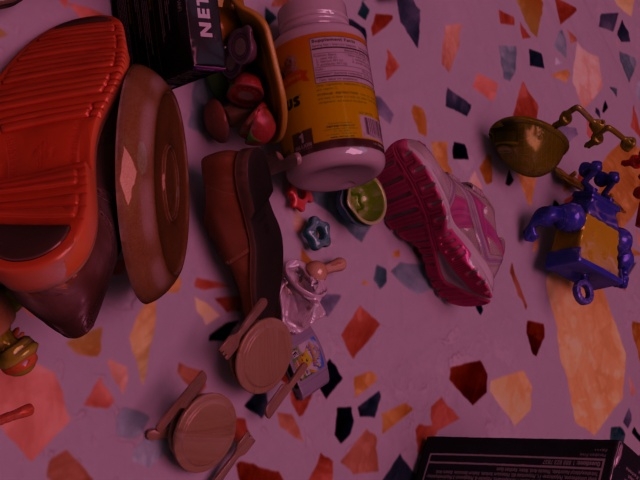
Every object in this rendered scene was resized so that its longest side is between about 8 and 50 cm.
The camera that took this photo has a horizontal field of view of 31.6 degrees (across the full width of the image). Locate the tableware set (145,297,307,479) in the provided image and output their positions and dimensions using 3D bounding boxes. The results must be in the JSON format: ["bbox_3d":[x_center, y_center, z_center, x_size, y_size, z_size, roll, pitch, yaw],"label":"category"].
[{"bbox_3d":[-0.101,0.163,1.226,0.194,0.039,0.128,-51,133,-26],"label":"tableware set"}]

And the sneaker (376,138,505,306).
[{"bbox_3d":[0.161,-0.037,1.476,0.252,0.103,0.111,58,46,-27],"label":"sneaker"}]

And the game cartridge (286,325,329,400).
[{"bbox_3d":[-0.020,0.139,1.328,0.056,0.017,0.083,-31,104,-45],"label":"game cartridge"}]

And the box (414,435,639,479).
[{"bbox_3d":[0.240,0.402,1.332,0.183,0.296,0.294,41,59,-31],"label":"box"}]

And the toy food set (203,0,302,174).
[{"bbox_3d":[-0.094,-0.167,1.248,0.071,0.128,0.218,-18,101,-22],"label":"toy food set"}]

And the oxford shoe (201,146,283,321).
[{"bbox_3d":[-0.089,-0.001,1.258,0.076,0.076,0.212,-44,130,-62],"label":"oxford shoe"}]

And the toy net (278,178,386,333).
[{"bbox_3d":[0.000,0.000,1.338,0.122,0.045,0.232,44,52,-30],"label":"toy net"}]

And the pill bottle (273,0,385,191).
[{"bbox_3d":[0.004,-0.173,1.321,0.117,0.117,0.215,7,68,-42],"label":"pill bottle"}]

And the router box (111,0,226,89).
[{"bbox_3d":[-0.164,-0.251,1.180,0.046,0.133,0.179,-5,87,-43],"label":"router box"}]

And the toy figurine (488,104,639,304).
[{"bbox_3d":[0.393,-0.020,1.627,0.362,0.191,0.217,25,72,-36],"label":"toy figurine"}]

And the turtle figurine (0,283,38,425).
[{"bbox_3d":[-0.315,0.042,1.026,0.217,0.087,0.269,57,28,-15],"label":"turtle figurine"}]

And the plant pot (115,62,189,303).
[{"bbox_3d":[-0.160,-0.056,1.114,0.236,0.032,0.236,-2,90,-87],"label":"plant pot"}]

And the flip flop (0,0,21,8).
[{"bbox_3d":[-0.374,-0.318,1.034,0.277,0.080,0.112,44,56,-28],"label":"flip flop"}]

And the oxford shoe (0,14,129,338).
[{"bbox_3d":[-0.239,-0.073,1.073,0.132,0.130,0.363,74,14,-48],"label":"oxford shoe"}]
